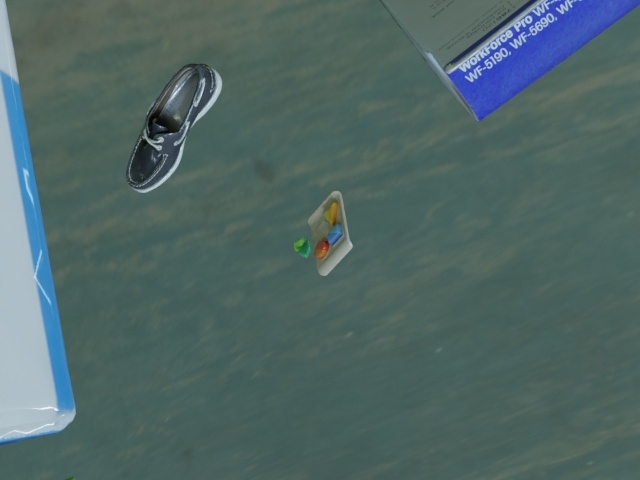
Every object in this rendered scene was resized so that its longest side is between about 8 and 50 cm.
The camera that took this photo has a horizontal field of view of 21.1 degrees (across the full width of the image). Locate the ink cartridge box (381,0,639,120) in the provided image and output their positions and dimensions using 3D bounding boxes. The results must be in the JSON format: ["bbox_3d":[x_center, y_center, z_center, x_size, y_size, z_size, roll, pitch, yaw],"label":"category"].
[{"bbox_3d":[0.110,-0.161,0.920,0.165,0.332,0.065,-36,111,7],"label":"ink cartridge box"}]

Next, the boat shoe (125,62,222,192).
[{"bbox_3d":[-0.131,-0.097,1.463,0.046,0.038,0.125,41,99,19],"label":"boat shoe"}]

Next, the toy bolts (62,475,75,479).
[{"bbox_3d":[-0.286,0.374,1.813,0.159,0.228,0.218,-16,98,-23],"label":"toy bolts"}]

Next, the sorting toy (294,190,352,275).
[{"bbox_3d":[0.000,0.000,1.586,0.012,0.083,0.062,6,55,-31],"label":"sorting toy"}]

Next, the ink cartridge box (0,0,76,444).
[{"bbox_3d":[-0.310,-0.017,0.796,0.166,0.395,0.285,-5,82,-44],"label":"ink cartridge box"}]
